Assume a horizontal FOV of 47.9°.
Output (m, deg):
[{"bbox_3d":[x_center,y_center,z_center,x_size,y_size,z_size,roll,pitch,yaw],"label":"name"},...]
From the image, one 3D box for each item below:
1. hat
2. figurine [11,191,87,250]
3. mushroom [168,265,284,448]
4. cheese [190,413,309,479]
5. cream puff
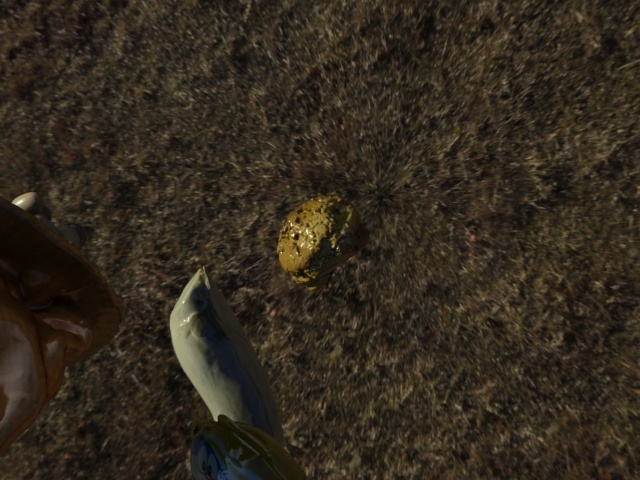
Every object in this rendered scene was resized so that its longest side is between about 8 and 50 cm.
[{"bbox_3d":[-0.280,0.122,0.505,0.233,0.233,0.244,24,133,-22],"label":"hat"},{"bbox_3d":[-0.509,0.037,1.094,0.203,0.380,0.248,-32,100,23],"label":"figurine"},{"bbox_3d":[-0.127,0.211,1.021,0.109,0.097,0.351,-20,84,-24],"label":"mushroom"},{"bbox_3d":[-0.065,0.266,0.723,0.177,0.270,0.069,30,52,28],"label":"cheese"},{"bbox_3d":[0.000,0.000,0.907,0.119,0.133,0.104,-40,85,6],"label":"cream puff"}]
